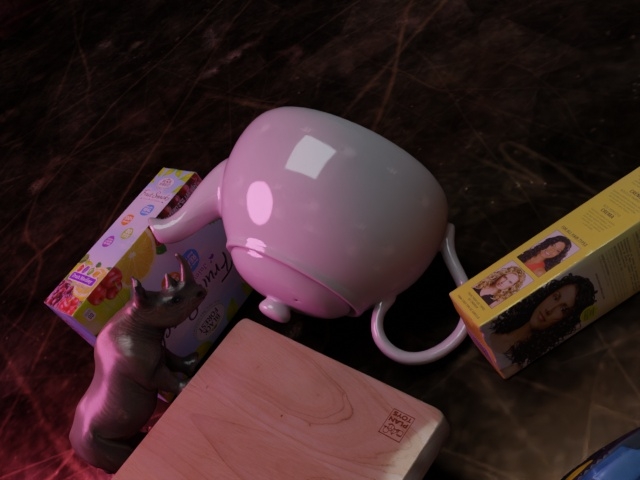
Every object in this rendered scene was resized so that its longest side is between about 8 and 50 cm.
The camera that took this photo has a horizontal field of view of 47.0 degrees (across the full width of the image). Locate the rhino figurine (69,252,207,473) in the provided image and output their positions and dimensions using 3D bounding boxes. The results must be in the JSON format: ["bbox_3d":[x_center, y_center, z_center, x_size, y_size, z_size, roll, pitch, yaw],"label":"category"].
[{"bbox_3d":[-0.179,0.129,0.749,0.073,0.106,0.243,-141,68,-74],"label":"rhino figurine"}]

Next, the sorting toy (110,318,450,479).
[{"bbox_3d":[-0.046,0.227,0.649,0.257,0.089,0.255,18,61,43],"label":"sorting toy"}]

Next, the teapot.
[{"bbox_3d":[0.000,0.000,0.754,0.256,0.252,0.187,8,68,53],"label":"teapot"}]

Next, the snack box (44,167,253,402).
[{"bbox_3d":[-0.177,0.050,0.844,0.070,0.174,0.207,14,57,43],"label":"snack box"}]

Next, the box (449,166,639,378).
[{"bbox_3d":[0.238,0.025,0.672,0.232,0.087,0.058,-35,38,-1],"label":"box"}]

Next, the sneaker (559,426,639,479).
[{"bbox_3d":[0.186,0.224,0.532,0.209,0.069,0.082,-38,69,-17],"label":"sneaker"}]
